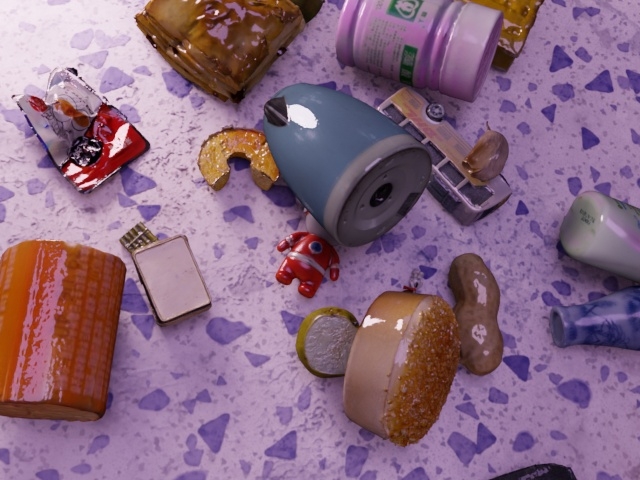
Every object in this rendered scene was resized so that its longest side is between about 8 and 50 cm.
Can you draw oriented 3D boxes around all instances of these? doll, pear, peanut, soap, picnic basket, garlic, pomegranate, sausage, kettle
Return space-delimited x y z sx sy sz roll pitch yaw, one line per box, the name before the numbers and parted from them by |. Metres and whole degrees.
doll | 0.000 0.000 1.612 0.142 0.076 0.245 32 71 -3
pear | 0.020 0.199 1.521 0.141 0.104 0.141 0 92 -2
peanut | 0.318 0.146 1.587 0.117 0.101 0.263 15 65 -24
soap | 0.384 -0.578 1.862 0.281 0.143 0.259 27 71 3
picnic basket | -0.292 0.080 1.518 0.115 0.079 0.164 -20 82 -17
garlic | 0.362 -0.190 1.639 0.084 0.066 0.152 32 70 6
pomegranate | -0.057 -0.586 1.814 0.152 0.131 0.191 27 45 7
sausage | -0.481 0.168 1.388 0.233 0.233 0.287 6 70 -6
doll | 0.193 0.102 1.619 0.058 0.040 0.085 7 72 -20
kettle | 0.038 -0.178 1.577 0.342 0.319 0.247 45 105 29

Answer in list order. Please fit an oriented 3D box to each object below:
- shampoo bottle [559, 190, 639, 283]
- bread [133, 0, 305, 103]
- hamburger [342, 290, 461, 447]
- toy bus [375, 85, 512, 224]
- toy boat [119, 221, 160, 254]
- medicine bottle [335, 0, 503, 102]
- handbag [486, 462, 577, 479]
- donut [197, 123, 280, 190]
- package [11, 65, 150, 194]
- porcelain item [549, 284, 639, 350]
shampoo bottle | 0.704 0.019 1.655 0.349 0.222 0.151 19 107 -11
bread | -0.233 -0.486 1.682 0.324 0.167 0.277 40 91 11
hamburger | 0.158 0.231 1.431 0.170 0.302 0.302 16 66 18
toy bus | 0.266 -0.190 1.713 0.138 0.097 0.342 -36 78 -21
toy boat | -0.351 0.018 1.579 0.115 0.016 0.063 42 68 8
medicine bottle | 0.217 -0.448 1.716 0.325 0.212 0.212 20 66 13
handbag | 0.439 0.550 1.462 0.175 0.089 0.270 -24 74 -9
donut | -0.171 -0.172 1.654 0.181 0.078 0.146 -5 68 -4
package | -0.516 -0.241 1.635 0.269 0.071 0.194 47 71 -3
porcelain item | 0.618 0.168 1.613 0.258 0.141 0.141 -7 69 0
